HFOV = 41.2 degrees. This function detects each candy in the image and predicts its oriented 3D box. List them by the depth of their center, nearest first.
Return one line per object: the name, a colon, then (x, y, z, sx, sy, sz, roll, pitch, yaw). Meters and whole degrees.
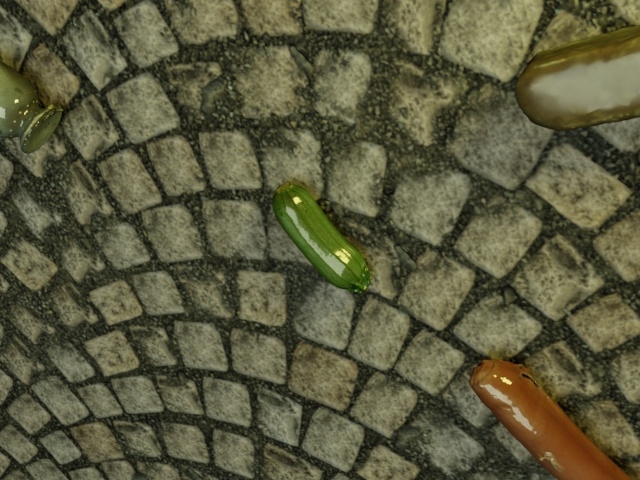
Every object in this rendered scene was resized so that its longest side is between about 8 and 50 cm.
candy: (0.364, -0.203, 1.057, 0.234, 0.104, 0.102, -12, 109, 29)

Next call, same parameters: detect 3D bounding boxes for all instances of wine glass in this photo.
wine glass: (-0.546, -0.241, 1.440, 0.204, 0.111, 0.111, 36, 127, -3)

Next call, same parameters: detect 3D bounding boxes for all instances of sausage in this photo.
sausage: (0.404, 0.344, 1.376, 0.419, 0.094, 0.094, 45, 105, -5)

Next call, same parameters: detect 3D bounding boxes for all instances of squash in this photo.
squash: (0.000, 0.000, 1.365, 0.077, 0.068, 0.219, -37, 101, 31)
